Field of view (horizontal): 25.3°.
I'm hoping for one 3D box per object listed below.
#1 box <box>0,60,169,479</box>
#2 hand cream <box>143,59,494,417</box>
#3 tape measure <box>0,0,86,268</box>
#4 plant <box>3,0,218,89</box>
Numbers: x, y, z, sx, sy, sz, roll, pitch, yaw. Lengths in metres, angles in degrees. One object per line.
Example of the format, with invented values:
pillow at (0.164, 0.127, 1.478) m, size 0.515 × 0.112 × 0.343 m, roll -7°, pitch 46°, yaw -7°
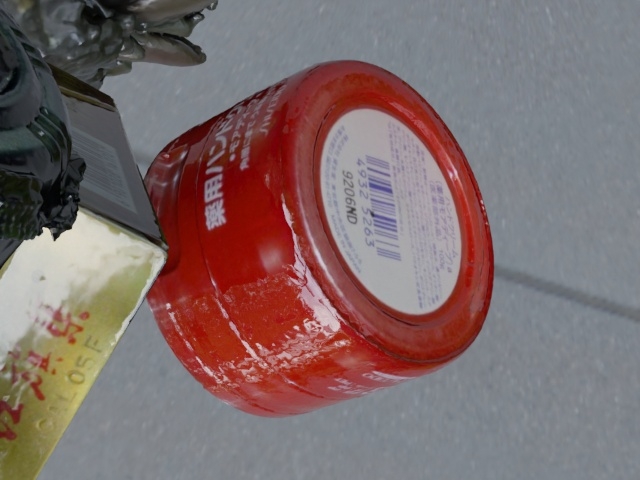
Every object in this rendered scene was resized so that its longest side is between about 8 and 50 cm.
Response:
box at (-0.155, 0.011, 0.719) m, size 0.071 × 0.240 × 0.159 m, roll 25°, pitch 103°, yaw -22°
hand cream at (0.000, 0.000, 0.828) m, size 0.125 × 0.193 × 0.193 m, roll -23°, pitch 109°, yaw 37°
tape measure at (-0.179, -0.045, 0.468) m, size 0.199 × 0.186 × 0.112 m, roll 14°, pitch 120°, yaw -46°
plant at (-0.219, -0.198, 1.193) m, size 0.320 × 0.181 × 0.194 m, roll -31°, pitch 95°, yaw -20°
